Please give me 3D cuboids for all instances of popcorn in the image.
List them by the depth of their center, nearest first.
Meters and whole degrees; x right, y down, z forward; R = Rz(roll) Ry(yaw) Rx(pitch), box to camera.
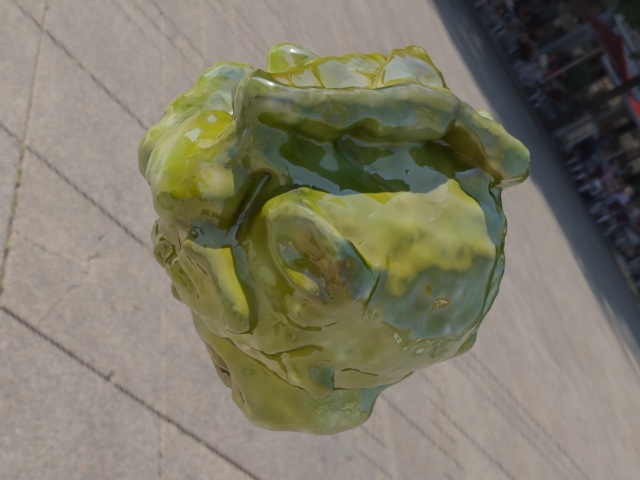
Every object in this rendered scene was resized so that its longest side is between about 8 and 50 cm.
[{"bbox_3d":[0.001,-0.018,0.736,0.312,0.312,0.312,50,22,-28],"label":"popcorn"}]
